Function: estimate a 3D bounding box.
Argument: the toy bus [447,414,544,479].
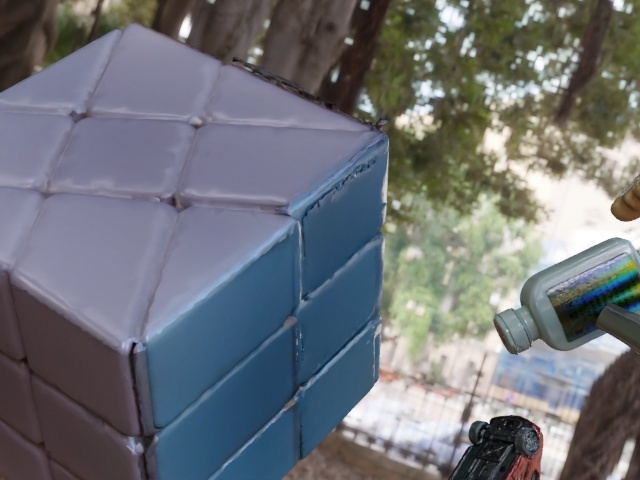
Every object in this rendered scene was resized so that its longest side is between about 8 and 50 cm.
[{"bbox_3d":[0.184,0.284,1.181,0.081,0.195,0.089,-2,-47,49],"label":"toy bus"}]

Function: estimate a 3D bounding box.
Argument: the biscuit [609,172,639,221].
[{"bbox_3d":[0.339,-0.104,0.856,0.030,0.160,0.249,47,-31,4],"label":"biscuit"}]

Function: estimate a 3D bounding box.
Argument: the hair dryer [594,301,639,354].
[{"bbox_3d":[0.475,0.119,1.469,0.219,0.088,0.225,14,-35,35],"label":"hair dryer"}]

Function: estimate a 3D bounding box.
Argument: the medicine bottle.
[{"bbox_3d":[0.371,0.093,1.600,0.121,0.229,0.083,65,-3,-9],"label":"medicine bottle"}]

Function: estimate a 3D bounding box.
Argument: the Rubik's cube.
[{"bbox_3d":[-0.109,0.031,0.676,0.221,0.231,0.224,28,-41,28],"label":"Rubik's cube"}]
